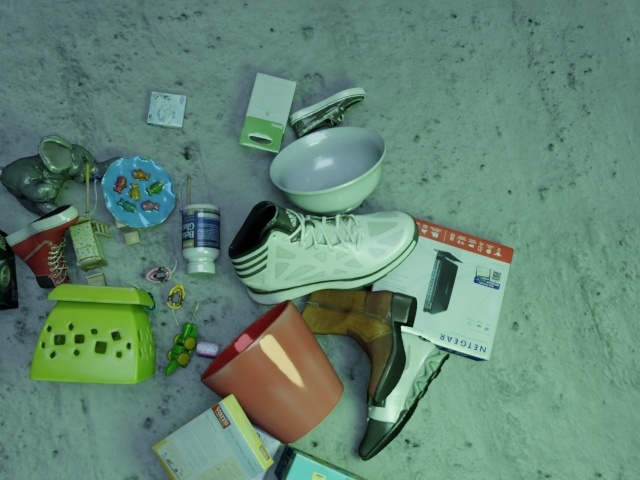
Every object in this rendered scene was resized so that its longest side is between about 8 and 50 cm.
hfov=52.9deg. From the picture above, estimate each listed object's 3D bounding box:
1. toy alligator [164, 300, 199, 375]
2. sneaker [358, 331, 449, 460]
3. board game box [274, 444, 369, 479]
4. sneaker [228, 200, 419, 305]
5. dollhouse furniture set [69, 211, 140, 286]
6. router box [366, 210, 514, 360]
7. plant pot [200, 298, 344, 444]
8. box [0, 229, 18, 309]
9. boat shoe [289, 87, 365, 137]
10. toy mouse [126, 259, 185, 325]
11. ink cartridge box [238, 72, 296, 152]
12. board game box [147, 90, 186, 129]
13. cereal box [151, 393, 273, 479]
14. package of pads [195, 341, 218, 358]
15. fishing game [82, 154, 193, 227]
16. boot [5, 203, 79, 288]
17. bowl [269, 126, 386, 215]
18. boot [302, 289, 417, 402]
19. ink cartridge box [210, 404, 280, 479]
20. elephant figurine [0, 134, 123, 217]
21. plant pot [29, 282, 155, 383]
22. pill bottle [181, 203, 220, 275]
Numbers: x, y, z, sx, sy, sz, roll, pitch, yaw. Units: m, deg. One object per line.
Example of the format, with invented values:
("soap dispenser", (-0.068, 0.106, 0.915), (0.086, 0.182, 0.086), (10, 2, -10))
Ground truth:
("toy alligator", (-0.320, 0.243, 1.563), (0.051, 0.056, 0.189), (36, 69, -42))
("sneaker", (0.165, 0.370, 1.559), (0.146, 0.122, 0.330), (33, 92, 22))
("board game box", (0.072, 0.566, 1.437), (0.336, 0.254, 0.079), (24, 75, -2))
("sneaker", (0.000, 0.001, 1.486), (0.448, 0.257, 0.169), (-20, 55, 6))
("dollhouse furniture set", (-0.504, 0.027, 1.557), (0.161, 0.101, 0.181), (-17, 80, -11))
("router box", (0.297, 0.119, 1.652), (0.336, 0.082, 0.300), (17, 76, -3))
("plant pot", (-0.095, 0.313, 1.483), (0.275, 0.275, 0.243), (-42, 96, -14))
("box", (-0.767, 0.067, 1.490), (0.078, 0.147, 0.180), (-8, 78, -9))
("boat shoe", (0.028, -0.339, 1.725), (0.220, 0.078, 0.070), (-25, 81, -4))
("toy mouse", (-0.404, 0.121, 1.585), (0.143, 0.031, 0.160), (10, 76, -5))
("ink cartridge box", (-0.140, -0.328, 1.703), (0.109, 0.062, 0.209), (14, 76, -4))
("board game box", (-0.403, -0.342, 1.693), (0.090, 0.020, 0.090), (7, 77, -5))
("cereal box", (-0.237, 0.463, 1.397), (0.240, 0.047, 0.173), (-36, 82, 24))
("package of pads", (-0.272, 0.263, 1.545), (0.050, 0.083, 0.031), (13, 71, -8))
("fishing game", (-0.443, -0.125, 1.588), (0.264, 0.041, 0.189), (8, 73, -28))
("boot", (-0.603, 0.025, 1.485), (0.176, 0.244, 0.088), (60, 37, -12))
("bowl", (0.030, -0.156, 1.622), (0.298, 0.134, 0.297), (-11, 37, 8))
("boot", (0.064, 0.226, 1.522), (0.281, 0.096, 0.263), (7, 76, 27))
("ink cartridge box", (-0.240, 0.564, 1.495), (0.186, 0.065, 0.311), (26, 73, -1))
("elephant figurine", (-0.638, -0.180, 1.575), (0.170, 0.186, 0.239), (18, 61, 31))
("plant pot", (-0.492, 0.205, 1.444), (0.229, 0.227, 0.207), (4, 82, -4))
("pill bottle", (-0.295, 0.000, 1.594), (0.094, 0.094, 0.169), (-1, 78, -8))
